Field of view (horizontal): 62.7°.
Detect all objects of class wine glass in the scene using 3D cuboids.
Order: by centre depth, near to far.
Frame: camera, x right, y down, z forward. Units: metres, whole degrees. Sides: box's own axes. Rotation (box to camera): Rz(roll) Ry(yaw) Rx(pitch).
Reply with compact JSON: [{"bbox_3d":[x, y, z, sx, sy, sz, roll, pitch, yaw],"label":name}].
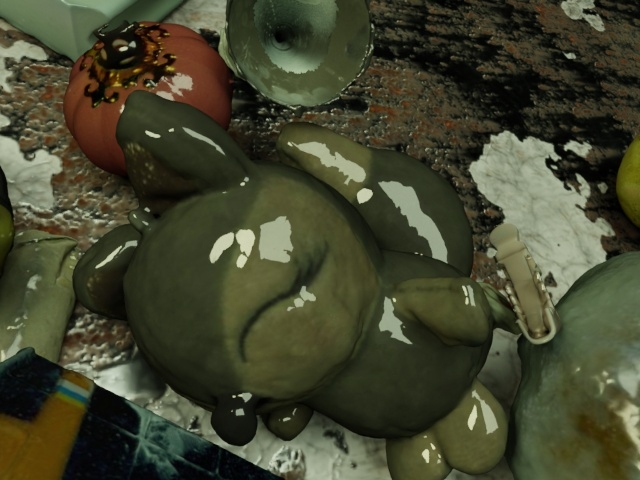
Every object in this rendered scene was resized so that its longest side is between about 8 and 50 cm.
[{"bbox_3d":[-0.047,-0.233,0.604,0.156,0.232,0.156,-5,108,-15],"label":"wine glass"}]

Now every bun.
[{"bbox_3d":[0.318,0.183,0.501,0.361,0.211,0.362,8,77,-36],"label":"bun"}]

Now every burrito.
[{"bbox_3d":[-0.256,0.118,0.427,0.082,0.059,0.275,2,60,-12],"label":"burrito"}]

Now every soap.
[{"bbox_3d":[-0.272,-0.360,0.676,0.172,0.095,0.290,31,55,-3],"label":"soap"}]

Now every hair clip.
[{"bbox_3d":[0.189,0.050,0.473,0.072,0.034,0.226,56,20,-11],"label":"hair clip"}]

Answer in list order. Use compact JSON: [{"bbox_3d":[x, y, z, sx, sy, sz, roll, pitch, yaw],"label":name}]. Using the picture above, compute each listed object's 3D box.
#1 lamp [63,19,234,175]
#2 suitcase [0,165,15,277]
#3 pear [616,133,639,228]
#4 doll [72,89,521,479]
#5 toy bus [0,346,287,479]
[{"bbox_3d":[-0.182,-0.153,0.551,0.181,0.140,0.182,-4,64,9],"label":"lamp"},{"bbox_3d":[-0.360,-0.023,0.375,0.234,0.143,0.194,13,29,-47],"label":"suitcase"},{"bbox_3d":[0.562,-0.086,0.789,0.197,0.197,0.197,10,58,-16],"label":"pear"},{"bbox_3d":[-0.020,0.022,0.506,0.382,0.252,0.379,32,23,-14],"label":"doll"},{"bbox_3d":[-0.099,0.220,0.297,0.323,0.162,0.194,34,14,-15],"label":"toy bus"}]
